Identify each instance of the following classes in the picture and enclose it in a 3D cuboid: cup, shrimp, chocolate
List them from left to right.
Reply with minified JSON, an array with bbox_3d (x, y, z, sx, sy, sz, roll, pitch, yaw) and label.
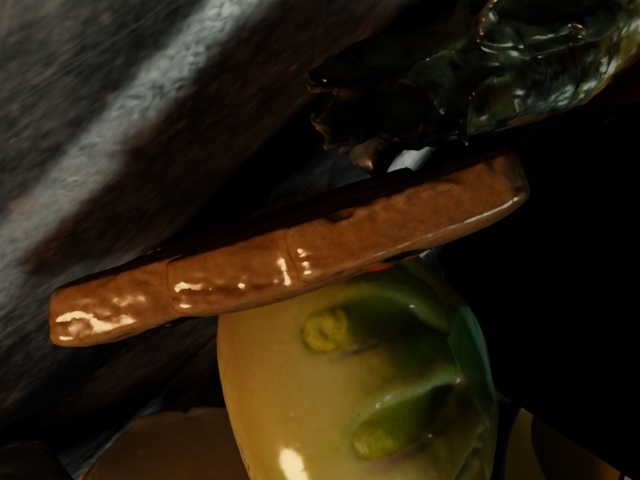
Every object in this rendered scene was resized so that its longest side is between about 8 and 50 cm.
[{"bbox_3d":[0.131,0.152,1.526,0.178,0.255,0.256,-23,-161,-38],"label":"cup"},{"bbox_3d":[0.154,-0.160,0.945,0.445,0.085,0.272,-29,157,-38],"label":"shrimp"},{"bbox_3d":[0.329,-0.033,1.238,0.383,0.383,0.331,-54,180,45],"label":"chocolate"}]

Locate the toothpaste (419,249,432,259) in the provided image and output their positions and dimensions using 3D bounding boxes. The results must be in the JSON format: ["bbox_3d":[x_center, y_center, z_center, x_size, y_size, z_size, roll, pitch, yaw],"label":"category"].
[{"bbox_3d":[0.058,0.023,1.337,0.218,0.033,0.052,-39,172,-8],"label":"toothpaste"}]

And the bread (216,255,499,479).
[{"bbox_3d":[0.020,0.099,1.030,0.158,0.261,0.156,-23,170,18],"label":"bread"}]

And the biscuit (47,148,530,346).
[{"bbox_3d":[0.000,0.001,0.878,0.278,0.043,0.301,-20,-175,-34],"label":"biscuit"}]

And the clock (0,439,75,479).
[{"bbox_3d":[-0.274,0.225,1.135,0.226,0.049,0.226,-36,164,-12],"label":"clock"}]

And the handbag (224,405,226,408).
[{"bbox_3d":[-0.048,0.172,1.369,0.247,0.080,0.223,-37,168,34],"label":"handbag"}]

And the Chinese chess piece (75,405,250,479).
[{"bbox_3d":[-0.034,0.262,1.101,0.338,0.338,0.140,-20,140,-49],"label":"Chinese chess piece"}]
